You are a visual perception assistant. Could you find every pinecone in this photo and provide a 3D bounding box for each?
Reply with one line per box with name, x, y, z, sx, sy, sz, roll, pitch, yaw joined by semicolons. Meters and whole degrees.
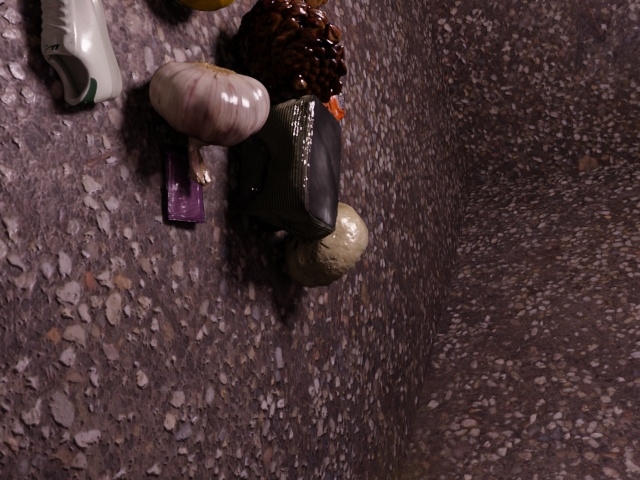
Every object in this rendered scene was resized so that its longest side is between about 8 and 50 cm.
pinecone;-0.075;-0.470;1.508;0.242;0.296;0.298;-27;149;-23

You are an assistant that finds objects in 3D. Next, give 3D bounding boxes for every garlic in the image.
garlic;-0.238;-0.240;1.252;0.245;0.245;0.253;-17;122;-63

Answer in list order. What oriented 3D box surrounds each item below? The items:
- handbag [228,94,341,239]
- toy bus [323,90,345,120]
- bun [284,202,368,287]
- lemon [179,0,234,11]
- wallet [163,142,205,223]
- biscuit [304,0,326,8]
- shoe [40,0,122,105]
handbag;-0.083;-0.174;1.490;0.247;0.240;0.341;25;63;-63
toy bus;-0.045;-0.487;1.738;0.153;0.142;0.329;-54;133;-52
bun;0.000;0.000;1.616;0.152;0.259;0.259;51;40;-27
lemon;-0.249;-0.607;1.307;0.192;0.192;0.231;53;42;-45
wallet;-0.294;-0.120;1.290;0.111;0.030;0.166;4;81;-63
biscuit;0.034;-0.880;1.877;0.350;0.070;0.394;94;22;-71
shoe;-0.426;-0.356;1.015;0.110;0.095;0.265;-54;134;-52
